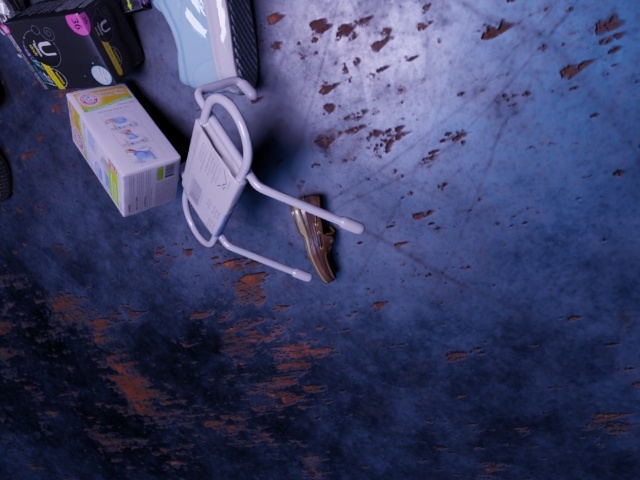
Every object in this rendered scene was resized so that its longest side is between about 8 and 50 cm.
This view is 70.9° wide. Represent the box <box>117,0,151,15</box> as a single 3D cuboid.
[{"bbox_3d":[-0.360,-0.464,0.750,0.115,0.029,0.162,-2,113,21],"label":"box"}]

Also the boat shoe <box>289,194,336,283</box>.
[{"bbox_3d":[0.000,0.000,0.820,0.060,0.064,0.178,-18,112,6],"label":"boat shoe"}]

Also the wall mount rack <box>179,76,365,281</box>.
[{"bbox_3d":[-0.104,-0.070,0.719,0.304,0.130,0.350,56,147,8],"label":"wall mount rack"}]

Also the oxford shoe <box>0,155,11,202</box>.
[{"bbox_3d":[-0.768,-0.192,1.007,0.096,0.082,0.227,30,137,41],"label":"oxford shoe"}]

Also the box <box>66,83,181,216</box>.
[{"bbox_3d":[-0.346,-0.162,0.792,0.203,0.103,0.114,51,143,17],"label":"box"}]

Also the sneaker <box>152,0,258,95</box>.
[{"bbox_3d":[-0.193,-0.401,0.659,0.150,0.135,0.366,3,115,13],"label":"sneaker"}]

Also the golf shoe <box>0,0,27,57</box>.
[{"bbox_3d":[-0.577,-0.429,0.817,0.093,0.077,0.198,-21,105,27],"label":"golf shoe"}]

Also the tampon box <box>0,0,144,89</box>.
[{"bbox_3d":[-0.415,-0.337,0.766,0.160,0.102,0.121,2,138,18],"label":"tampon box"}]
